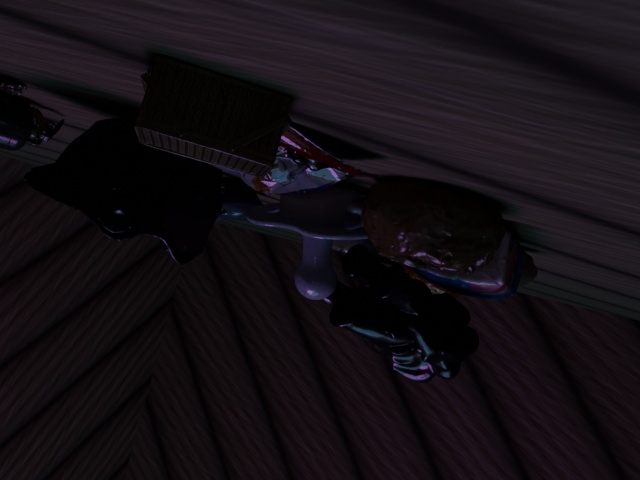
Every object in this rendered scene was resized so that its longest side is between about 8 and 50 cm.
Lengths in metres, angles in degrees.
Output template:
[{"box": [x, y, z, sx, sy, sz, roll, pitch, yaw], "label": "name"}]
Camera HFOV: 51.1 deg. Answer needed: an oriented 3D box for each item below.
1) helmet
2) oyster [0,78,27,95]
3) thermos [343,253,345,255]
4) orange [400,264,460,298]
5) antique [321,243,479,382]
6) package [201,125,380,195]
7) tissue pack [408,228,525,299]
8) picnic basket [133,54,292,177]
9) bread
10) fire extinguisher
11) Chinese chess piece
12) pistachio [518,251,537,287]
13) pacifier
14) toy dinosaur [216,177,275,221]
[{"box": [-0.283, -0.102, 1.061, 0.305, 0.177, 0.225, 29, -171, -38], "label": "helmet"}, {"box": [-0.488, -0.240, 1.043, 0.054, 0.019, 0.083, 17, 176, -31], "label": "oyster"}, {"box": [0.109, -0.010, 1.713, 0.124, 0.098, 0.232, -30, 157, 24], "label": "thermos"}, {"box": [0.305, 0.083, 1.791, 0.179, 0.158, 0.237, 9, 174, -9], "label": "orange"}, {"box": [0.148, 0.142, 1.306, 0.255, 0.185, 0.322, 37, 178, -27], "label": "antique"}, {"box": [-0.059, -0.115, 0.959, 0.194, 0.071, 0.269, 14, 165, -28], "label": "package"}, {"box": [0.272, 0.033, 1.285, 0.209, 0.137, 0.270, 16, 178, 22], "label": "tissue pack"}, {"box": [-0.119, -0.131, 0.734, 0.164, 0.079, 0.115, 15, 177, -11], "label": "picnic basket"}, {"box": [0.175, -0.016, 1.056, 0.230, 0.122, 0.230, 16, 175, 2], "label": "bread"}, {"box": [-0.604, -0.229, 1.159, 0.311, 0.095, 0.114, 18, -141, -34], "label": "fire extinguisher"}, {"box": [0.080, -0.020, 1.463, 0.251, 0.101, 0.250, 14, -178, 0], "label": "Chinese chess piece"}, {"box": [0.377, 0.053, 1.459, 0.185, 0.124, 0.124, 1, 177, -2], "label": "pistachio"}, {"box": [0.000, 0.000, 1.261, 0.287, 0.225, 0.238, 15, -164, 33], "label": "pacifier"}, {"box": [-0.147, -0.089, 1.644, 0.331, 0.129, 0.383, 4, 177, -10], "label": "toy dinosaur"}]
